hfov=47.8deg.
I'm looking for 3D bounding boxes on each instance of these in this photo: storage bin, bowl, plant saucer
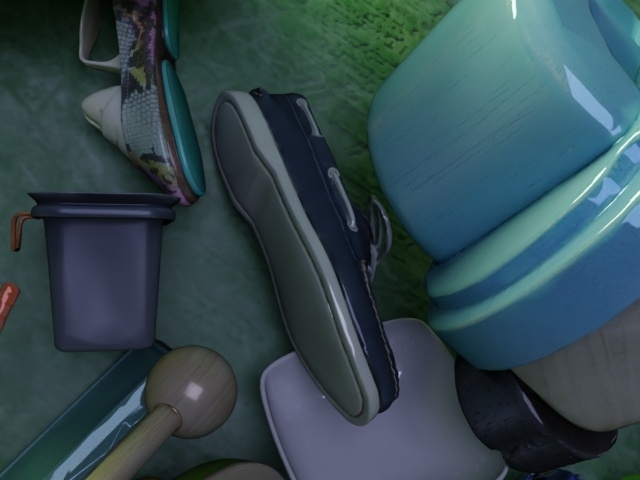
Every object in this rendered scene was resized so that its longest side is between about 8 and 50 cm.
[{"bbox_3d":[-0.141,0.019,0.454,0.098,0.135,0.091,0,88,-16],"label":"storage bin"},{"bbox_3d":[0.038,0.134,0.496,0.142,0.053,0.142,-15,54,-20],"label":"bowl"},{"bbox_3d":[-0.164,0.134,0.451,0.192,0.067,0.018,-46,117,-18],"label":"plant saucer"}]

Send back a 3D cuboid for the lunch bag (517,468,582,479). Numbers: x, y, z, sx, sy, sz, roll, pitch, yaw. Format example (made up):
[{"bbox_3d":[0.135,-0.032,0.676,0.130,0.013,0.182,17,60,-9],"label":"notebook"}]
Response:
[{"bbox_3d":[0.161,0.209,0.526,0.098,0.067,0.065,-40,92,-20],"label":"lunch bag"}]

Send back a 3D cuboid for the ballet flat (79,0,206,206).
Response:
[{"bbox_3d":[-0.132,-0.124,0.519,0.079,0.077,0.221,-9,76,1],"label":"ballet flat"}]

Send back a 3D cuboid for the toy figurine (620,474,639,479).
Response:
[{"bbox_3d":[0.347,0.207,0.574,0.159,0.130,0.173,-33,64,-32],"label":"toy figurine"}]

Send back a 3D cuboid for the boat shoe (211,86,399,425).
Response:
[{"bbox_3d":[0.000,0.000,0.501,0.079,0.095,0.254,-12,60,-29],"label":"boat shoe"}]

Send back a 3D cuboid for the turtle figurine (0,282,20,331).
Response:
[{"bbox_3d":[-0.302,-0.021,0.421,0.217,0.087,0.269,2,60,-32],"label":"turtle figurine"}]

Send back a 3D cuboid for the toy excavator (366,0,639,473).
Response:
[{"bbox_3d":[0.134,-0.143,0.495,0.445,0.222,0.433,44,47,-7],"label":"toy excavator"}]

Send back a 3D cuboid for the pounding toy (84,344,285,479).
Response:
[{"bbox_3d":[-0.109,0.191,0.426,0.183,0.110,0.236,-45,132,-47],"label":"pounding toy"}]
